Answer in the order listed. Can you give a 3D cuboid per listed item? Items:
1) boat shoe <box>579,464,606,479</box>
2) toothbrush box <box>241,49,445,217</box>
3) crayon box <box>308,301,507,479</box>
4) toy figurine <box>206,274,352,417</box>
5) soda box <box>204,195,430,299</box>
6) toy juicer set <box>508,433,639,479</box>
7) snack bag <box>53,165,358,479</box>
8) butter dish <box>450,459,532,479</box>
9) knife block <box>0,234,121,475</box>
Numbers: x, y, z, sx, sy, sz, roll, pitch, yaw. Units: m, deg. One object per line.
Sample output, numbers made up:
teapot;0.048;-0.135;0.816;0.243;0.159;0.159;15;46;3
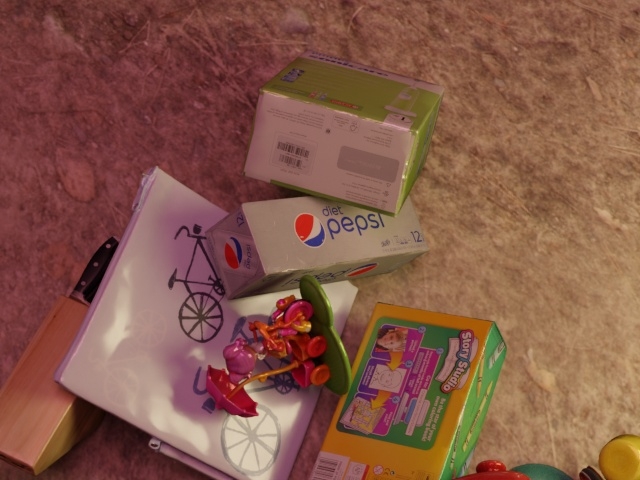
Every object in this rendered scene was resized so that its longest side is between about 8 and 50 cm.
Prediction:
boat shoe;0.348;0.345;1.658;0.043;0.049;0.137;-18;70;-7
toothbrush box;0.037;-0.148;1.768;0.206;0.122;0.283;16;22;6
crayon box;0.109;0.222;1.666;0.165;0.081;0.278;9;61;28
toy figurine;-0.064;0.143;1.618;0.159;0.173;0.130;-24;42;-22
soda box;0.000;0.000;1.716;0.286;0.091;0.098;-9;73;-41
toy juicer set;0.268;0.374;1.626;0.329;0.089;0.209;-21;73;17
snack bag;-0.137;0.122;1.676;0.342;0.037;0.323;31;64;-22
butter dish;0.200;0.310;1.552;0.160;0.160;0.118;-15;52;19
knife block;-0.299;0.128;1.643;0.088;0.275;0.242;22;107;11
